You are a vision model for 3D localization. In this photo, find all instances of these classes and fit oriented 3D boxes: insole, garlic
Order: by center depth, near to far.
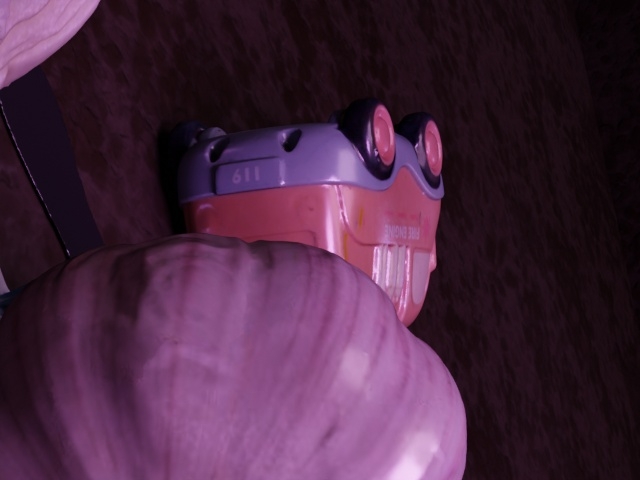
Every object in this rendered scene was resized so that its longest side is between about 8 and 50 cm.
[{"bbox_3d":[-0.067,0.130,1.029,0.317,0.317,0.259,59,12,-34],"label":"garlic"},{"bbox_3d":[-0.194,-0.041,1.271,0.253,0.005,0.086,70,21,-7],"label":"insole"}]

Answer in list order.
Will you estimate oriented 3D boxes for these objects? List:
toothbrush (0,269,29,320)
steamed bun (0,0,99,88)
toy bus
[{"bbox_3d":[-0.249,-0.105,1.142,0.042,0.040,0.418,4,66,-68],"label":"toothbrush"},{"bbox_3d":[-0.284,-0.139,0.779,0.383,0.247,0.236,36,61,-56],"label":"steamed bun"},{"bbox_3d":[0.000,0.000,1.499,0.288,0.194,0.232,10,72,-69],"label":"toy bus"}]
